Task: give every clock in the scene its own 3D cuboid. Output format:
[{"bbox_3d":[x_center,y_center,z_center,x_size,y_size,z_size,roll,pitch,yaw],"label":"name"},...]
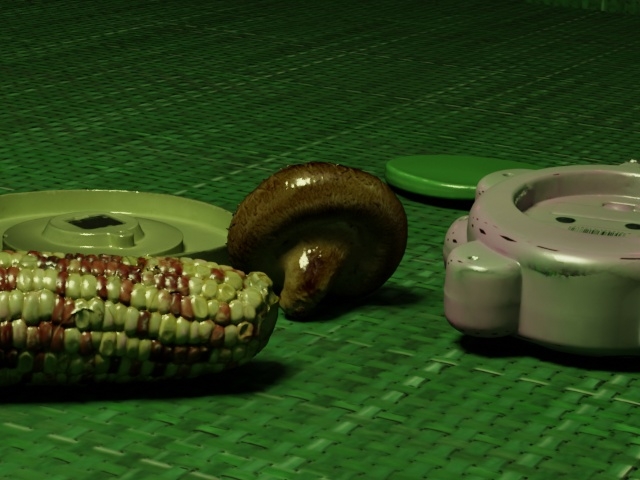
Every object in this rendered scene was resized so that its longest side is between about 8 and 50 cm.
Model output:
[{"bbox_3d":[0.199,0.014,1.229,0.227,0.090,0.248,7,18,16],"label":"clock"},{"bbox_3d":[-0.172,-0.005,1.338,0.235,0.029,0.235,3,16,-1],"label":"clock"}]

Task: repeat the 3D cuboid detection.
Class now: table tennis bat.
[{"bbox_3d":[0.152,-0.048,1.541,0.160,0.039,0.257,-2,11,-19],"label":"table tennis bat"}]

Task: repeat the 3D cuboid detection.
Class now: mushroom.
[{"bbox_3d":[-0.002,-0.003,1.232,0.126,0.109,0.085,14,6,-20],"label":"mushroom"}]

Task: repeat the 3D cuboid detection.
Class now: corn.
[{"bbox_3d":[-0.148,0.048,1.060,0.253,0.086,0.086,2,16,-11],"label":"corn"}]
